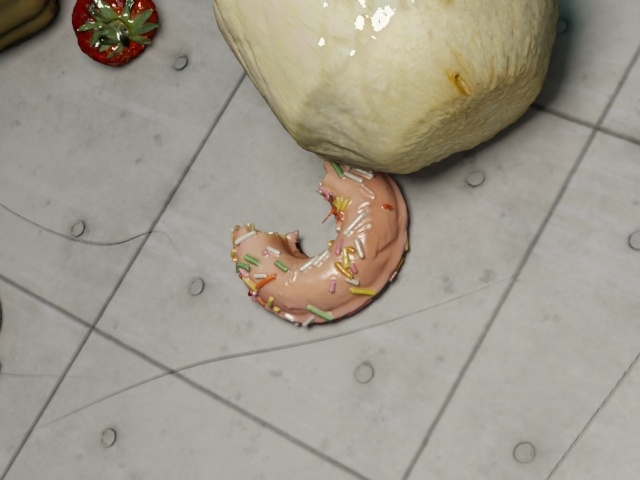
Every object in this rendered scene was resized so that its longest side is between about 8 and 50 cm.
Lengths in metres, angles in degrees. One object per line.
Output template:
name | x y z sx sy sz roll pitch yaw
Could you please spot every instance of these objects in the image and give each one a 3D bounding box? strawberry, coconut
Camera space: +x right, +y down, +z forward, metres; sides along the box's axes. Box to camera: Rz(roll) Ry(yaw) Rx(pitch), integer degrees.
strawberry | -0.295 -0.315 1.961 0.131 0.148 0.131 -1 98 -4
coconut | 0.075 -0.292 1.634 0.415 0.344 0.415 11 55 -16

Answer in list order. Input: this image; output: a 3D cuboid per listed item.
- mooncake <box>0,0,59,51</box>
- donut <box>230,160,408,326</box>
mooncake | -0.497 -0.417 1.994 0.161 0.290 0.290 -32 58 1
donut | 0.000 0.000 1.689 0.233 0.085 0.199 -41 58 5
